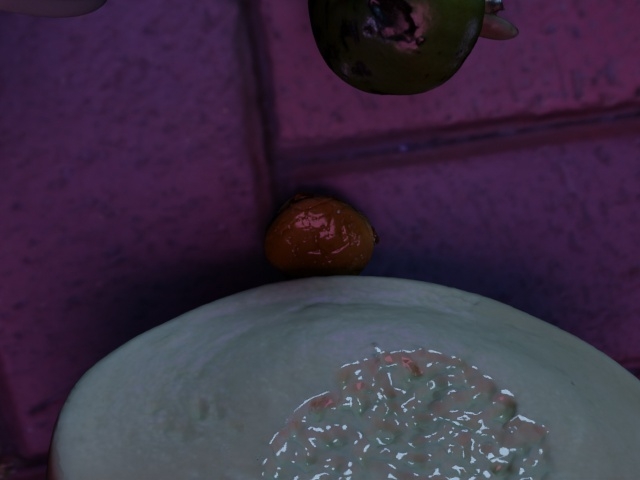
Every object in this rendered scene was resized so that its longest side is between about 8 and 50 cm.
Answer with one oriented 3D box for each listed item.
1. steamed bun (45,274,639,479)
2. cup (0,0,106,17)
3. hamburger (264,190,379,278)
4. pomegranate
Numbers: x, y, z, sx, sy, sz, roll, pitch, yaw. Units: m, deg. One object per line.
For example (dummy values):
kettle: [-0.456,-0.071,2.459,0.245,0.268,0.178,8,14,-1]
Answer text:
steamed bun: [0.020,0.219,1.026,0.455,0.290,0.371,1,137,-11]
cup: [-0.182,-0.290,0.649,0.259,0.356,0.274,38,111,12]
hamburger: [0.000,0.000,1.033,0.083,0.044,0.076,22,116,-18]
pomegranate: [0.065,-0.154,0.912,0.161,0.122,0.122,-3,127,-39]
